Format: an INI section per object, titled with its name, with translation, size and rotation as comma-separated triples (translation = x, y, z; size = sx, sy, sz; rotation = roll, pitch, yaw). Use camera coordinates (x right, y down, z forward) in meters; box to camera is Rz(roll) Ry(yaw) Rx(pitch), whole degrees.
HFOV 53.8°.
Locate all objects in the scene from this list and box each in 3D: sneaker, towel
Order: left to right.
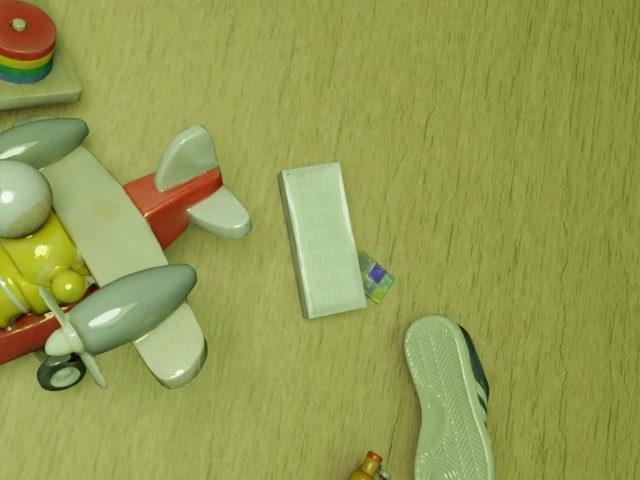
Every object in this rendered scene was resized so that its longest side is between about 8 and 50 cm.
[towel]
translation = 0.084, 0.062, 1.073
size = 0.083, 0.009, 0.060
rotation = 41, 72, -12
[sneaker]
translation = 0.226, 0.297, 1.023
size = 0.148, 0.131, 0.349
rotation = 18, 66, -58

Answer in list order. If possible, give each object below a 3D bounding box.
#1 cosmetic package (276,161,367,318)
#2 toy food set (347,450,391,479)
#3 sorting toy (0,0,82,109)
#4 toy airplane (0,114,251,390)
[cosmetic package]
translation = 0.000, 0.000, 1.019
size = 0.099, 0.060, 0.238
rotation = -9, 88, -16
[toy food set]
translation = 0.114, 0.423, 0.993
size = 0.232, 0.111, 0.104
rotation = 39, 71, -20
[sorting toy]
translation = -0.466, -0.293, 0.796
size = 0.256, 0.089, 0.257
rotation = -16, 72, -36
[toy airplane]
translation = -0.283, -0.016, 0.759
size = 0.386, 0.272, 0.384
rotation = -2, 62, 21
